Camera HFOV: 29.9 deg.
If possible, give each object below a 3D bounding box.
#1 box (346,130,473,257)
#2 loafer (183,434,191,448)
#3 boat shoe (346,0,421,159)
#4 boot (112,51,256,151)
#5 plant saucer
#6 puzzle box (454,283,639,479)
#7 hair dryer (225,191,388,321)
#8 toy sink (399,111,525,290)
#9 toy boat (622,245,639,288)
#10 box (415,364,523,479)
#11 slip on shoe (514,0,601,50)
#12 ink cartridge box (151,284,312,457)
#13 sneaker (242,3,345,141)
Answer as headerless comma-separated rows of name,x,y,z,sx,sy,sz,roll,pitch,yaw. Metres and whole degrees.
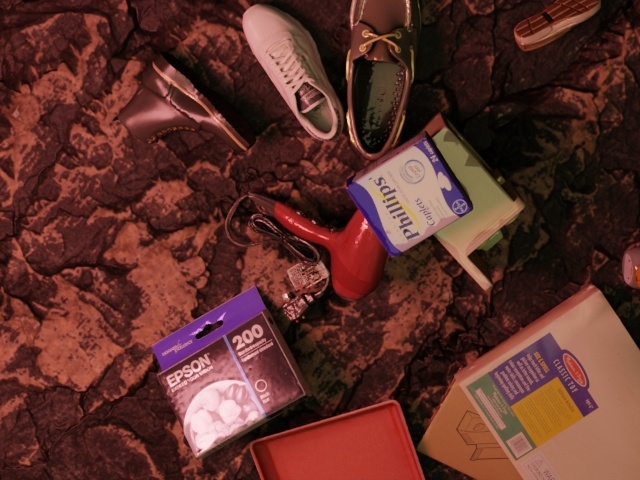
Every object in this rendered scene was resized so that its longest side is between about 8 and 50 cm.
box,0.125,-0.065,1.700,0.137,0.072,0.126,-32,101,10
loafer,-0.130,0.271,1.952,0.223,0.076,0.078,-42,89,8
boat shoe,0.093,-0.270,1.792,0.109,0.091,0.305,5,105,1
boot,-0.209,-0.175,1.847,0.198,0.077,0.137,44,107,5
plant saucer,0.044,0.405,1.997,0.259,0.047,0.259,-17,104,7
puzzle box,0.437,0.306,1.937,0.272,0.052,0.409,-34,101,4
hair dryer,0.000,0.000,1.835,0.294,0.080,0.223,-26,105,29
toy sink,0.219,-0.064,1.812,0.131,0.153,0.234,-41,99,11
toy boat,0.583,-0.046,1.819,0.267,0.148,0.318,39,96,-13
box,0.282,0.318,1.978,0.201,0.021,0.164,26,104,-4
slip on shoe,0.356,-0.324,1.796,0.135,0.051,0.041,-28,142,1
ink cartridge box,-0.150,0.205,1.904,0.206,0.045,0.208,-31,72,7
sneaker,-0.037,-0.253,1.802,0.090,0.095,0.235,-34,99,12
